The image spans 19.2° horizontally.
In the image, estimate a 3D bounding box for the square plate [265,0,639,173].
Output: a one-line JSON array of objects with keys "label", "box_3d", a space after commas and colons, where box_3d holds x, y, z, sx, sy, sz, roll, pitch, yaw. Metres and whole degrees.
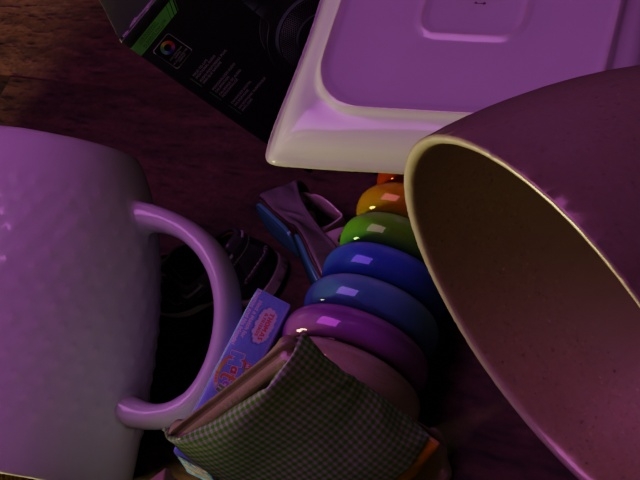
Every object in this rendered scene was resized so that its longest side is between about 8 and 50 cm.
[{"label": "square plate", "box_3d": [0.145, -0.210, 1.694, 0.347, 0.049, 0.344, 5, 62, 23]}]

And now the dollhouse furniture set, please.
[{"label": "dollhouse furniture set", "box_3d": [-0.050, 0.247, 1.547, 0.301, 0.197, 0.151, -39, 34, 26]}]

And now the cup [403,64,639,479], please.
[{"label": "cup", "box_3d": [0.251, 0.008, 1.297, 0.237, 0.331, 0.331, -34, 28, -15]}]

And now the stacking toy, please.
[{"label": "stacking toy", "box_3d": [0.072, 0.004, 1.677, 0.141, 0.141, 0.330, -9, 50, 50]}]

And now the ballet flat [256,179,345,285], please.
[{"label": "ballet flat", "box_3d": [0.000, 0.000, 1.832, 0.068, 0.072, 0.213, -26, 35, -8]}]

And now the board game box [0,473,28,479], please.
[{"label": "board game box", "box_3d": [-0.569, 0.255, 2.087, 0.356, 0.356, 0.357, -40, 35, 25]}]

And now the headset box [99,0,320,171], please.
[{"label": "headset box", "box_3d": [-0.051, -0.254, 1.921, 0.246, 0.283, 0.131, -48, 32, 11]}]

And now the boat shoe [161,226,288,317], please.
[{"label": "boat shoe", "box_3d": [-0.131, 0.028, 1.970, 0.233, 0.079, 0.084, -9, 55, 52]}]

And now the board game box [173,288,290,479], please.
[{"label": "board game box", "box_3d": [-0.077, 0.138, 1.724, 0.160, 0.039, 0.211, -63, -5, -10]}]

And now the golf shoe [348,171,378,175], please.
[{"label": "golf shoe", "box_3d": [0.085, -0.137, 1.853, 0.086, 0.067, 0.186, 7, 58, 21]}]

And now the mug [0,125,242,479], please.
[{"label": "mug", "box_3d": [-0.249, 0.069, 1.872, 0.374, 0.276, 0.328, 8, 84, 24]}]
